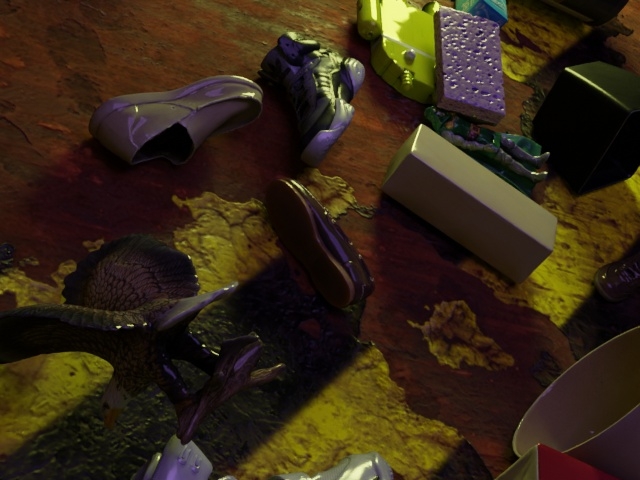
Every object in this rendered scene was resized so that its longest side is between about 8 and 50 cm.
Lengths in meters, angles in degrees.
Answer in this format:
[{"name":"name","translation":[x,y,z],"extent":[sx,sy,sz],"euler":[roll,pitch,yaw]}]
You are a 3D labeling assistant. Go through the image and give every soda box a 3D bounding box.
[{"name":"soda box","translation":[0.295,-0.431,2.233],"extent":[0.067,0.071,0.210],"euler":[37,26,-13]}]

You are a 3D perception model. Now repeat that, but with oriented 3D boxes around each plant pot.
[{"name":"plant pot","translation":[0.495,-0.217,2.170],"extent":[0.188,0.187,0.167],"euler":[-18,54,-44]},{"name":"plant pot","translation":[0.430,0.270,1.639],"extent":[0.191,0.284,0.284],"euler":[51,41,-7]}]

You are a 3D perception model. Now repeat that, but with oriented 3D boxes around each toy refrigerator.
[{"name":"toy refrigerator","translation":[0.231,-0.054,1.892],"extent":[0.269,0.094,0.102],"euler":[34,35,-8]}]

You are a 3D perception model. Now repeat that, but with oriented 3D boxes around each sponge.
[{"name":"sponge","translation":[0.252,-0.301,2.065],"extent":[0.117,0.031,0.210],"euler":[13,55,-17]}]

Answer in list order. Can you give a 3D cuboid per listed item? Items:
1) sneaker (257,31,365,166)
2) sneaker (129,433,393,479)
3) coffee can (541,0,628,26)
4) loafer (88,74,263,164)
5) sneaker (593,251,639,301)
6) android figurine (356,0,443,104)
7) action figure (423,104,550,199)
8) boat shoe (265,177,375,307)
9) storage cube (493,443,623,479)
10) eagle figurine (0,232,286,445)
[{"name":"sneaker","translation":[-0.028,-0.221,1.840],"extent":[0.153,0.101,0.268],"euler":[31,36,-10]},{"name":"sneaker","translation":[-0.080,0.288,1.329],"extent":[0.210,0.137,0.366],"euler":[50,46,6]},{"name":"coffee can","translation":[0.480,-0.575,2.439],"extent":[0.275,0.201,0.201],"euler":[19,46,-22]},{"name":"loafer","translation":[-0.186,-0.156,1.671],"extent":[0.268,0.102,0.092],"euler":[-17,67,-33]},{"name":"sneaker","translation":[0.528,0.045,2.037],"extent":[0.188,0.071,0.066],"euler":[-21,69,-45]},{"name":"android figurine","translation":[0.169,-0.338,2.118],"extent":[0.248,0.056,0.273],"euler":[23,43,-20]},{"name":"action figure","translation":[0.276,-0.166,2.046],"extent":[0.232,0.063,0.137],"euler":[24,47,-13]},{"name":"boat shoe","translation":[0.000,0.000,1.691],"extent":[0.073,0.073,0.207],"euler":[-21,76,-47]},{"name":"storage cube","translation":[0.292,0.396,1.477],"extent":[0.193,0.183,0.215],"euler":[26,44,-16]},{"name":"eagle figurine","translation":[-0.219,0.099,1.312],"extent":[0.298,0.226,0.225],"euler":[32,81,19]}]
